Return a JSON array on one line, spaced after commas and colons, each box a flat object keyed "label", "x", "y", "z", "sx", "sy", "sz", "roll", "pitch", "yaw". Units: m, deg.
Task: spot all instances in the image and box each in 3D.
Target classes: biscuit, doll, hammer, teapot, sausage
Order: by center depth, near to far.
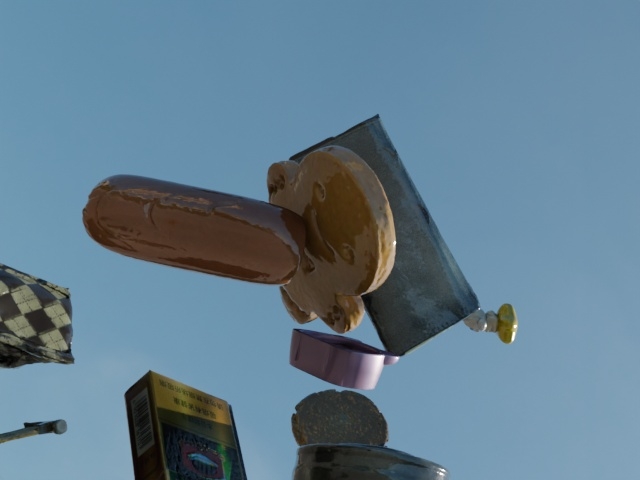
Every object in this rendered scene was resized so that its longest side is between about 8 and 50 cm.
[{"label": "hammer", "x": -0.379, "y": 0.225, "z": 1.144, "sx": 0.062, "sy": 0.182, "sz": 0.017, "roll": -12, "pitch": -93, "yaw": 51}, {"label": "sausage", "x": -0.176, "y": -0.015, "z": 1.426, "sx": 0.121, "sy": 0.304, "sz": 0.121, "roll": -167, "pitch": -90, "yaw": -84}, {"label": "biscuit", "x": -0.002, "y": 0.001, "z": 1.486, "sx": 0.355, "sy": 0.052, "sz": 0.275, "roll": -35, "pitch": -104, "yaw": 61}, {"label": "teapot", "x": 0.067, "y": 0.448, "z": 1.567, "sx": 0.239, "sy": 0.239, "sz": 0.321, "roll": 7, "pitch": -20, "yaw": 8}, {"label": "doll", "x": 0.309, "y": 0.147, "z": 1.895, "sx": 0.113, "sy": 0.135, "sz": 0.071, "roll": 12, "pitch": -83, "yaw": 22}, {"label": "biscuit", "x": 0.041, "y": 0.404, "z": 2.184, "sx": 0.226, "sy": 0.226, "sz": 0.042, "roll": 41, "pitch": -44, "yaw": 30}]

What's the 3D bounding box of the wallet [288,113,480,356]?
[{"label": "wallet", "x": 0.107, "y": -0.008, "z": 1.706, "sx": 0.379, "sy": 0.190, "sz": 0.046, "roll": 61, "pitch": -14, "yaw": 3}]

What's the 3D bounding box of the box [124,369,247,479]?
[{"label": "box", "x": -0.179, "y": 0.307, "z": 1.397, "sx": 0.071, "sy": 0.159, "sz": 0.240, "roll": -40, "pitch": -137, "yaw": 21}]

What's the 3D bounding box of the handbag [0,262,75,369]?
[{"label": "handbag", "x": -0.581, "y": 0.148, "z": 1.427, "sx": 0.416, "sy": 0.316, "sz": 0.180, "roll": -26, "pitch": -122, "yaw": 24}]

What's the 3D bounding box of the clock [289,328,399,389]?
[{"label": "clock", "x": 0.030, "y": 0.164, "z": 1.405, "sx": 0.152, "sy": 0.110, "sz": 0.050, "roll": 15, "pitch": -87, "yaw": 56}]
